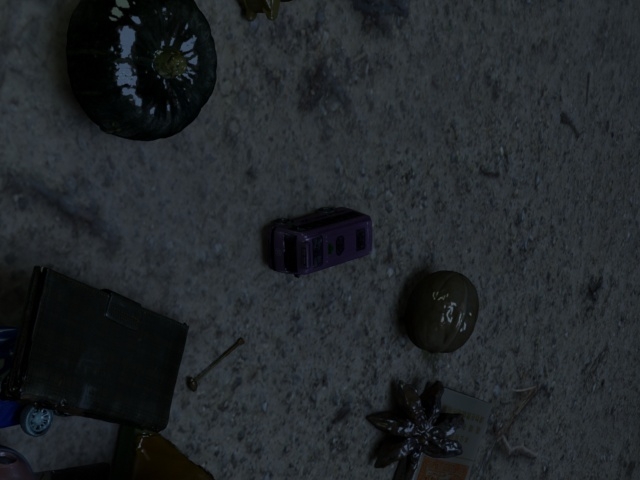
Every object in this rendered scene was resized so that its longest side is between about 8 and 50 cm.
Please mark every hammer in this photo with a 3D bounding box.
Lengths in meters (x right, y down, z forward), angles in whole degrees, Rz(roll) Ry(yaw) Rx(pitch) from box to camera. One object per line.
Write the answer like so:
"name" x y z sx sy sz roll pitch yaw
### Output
"hammer" -0.165 0.195 1.422 0.123 0.014 0.029 -42 136 -33

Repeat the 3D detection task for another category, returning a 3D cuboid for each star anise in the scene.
"star anise" 0.191 0.364 1.760 0.212 0.073 0.196 -20 99 -18

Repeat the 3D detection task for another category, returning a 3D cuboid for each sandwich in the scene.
"sandwich" -0.265 0.408 1.342 0.212 0.063 0.245 -54 133 -21

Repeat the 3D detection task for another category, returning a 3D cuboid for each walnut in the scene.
"walnut" 0.234 0.139 1.722 0.140 0.140 0.162 26 71 -46

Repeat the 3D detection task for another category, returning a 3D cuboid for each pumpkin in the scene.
"pumpkin" -0.225 -0.231 1.139 0.212 0.152 0.211 6 83 -51

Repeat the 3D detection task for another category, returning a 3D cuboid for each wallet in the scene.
"wallet" -0.284 0.153 1.175 0.317 0.044 0.168 37 57 -60

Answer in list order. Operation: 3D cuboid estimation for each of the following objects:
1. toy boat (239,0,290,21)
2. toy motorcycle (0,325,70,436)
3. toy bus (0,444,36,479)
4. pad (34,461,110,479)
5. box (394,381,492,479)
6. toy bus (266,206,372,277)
"toy boat" -0.069 -0.433 1.307 0.088 0.068 0.225 4 95 -51
"toy motorcycle" -0.395 0.155 1.112 0.315 0.113 0.168 -2 93 -54
"toy bus" -0.399 0.411 1.079 0.197 0.232 0.294 -20 116 -40
"pad" -0.442 0.426 1.212 0.330 0.004 0.219 2 100 -46
"box" 0.239 0.495 1.884 0.205 0.051 0.365 25 83 -46
"toy bus" 0.000 0.000 1.471 0.178 0.098 0.086 -16 113 -41
